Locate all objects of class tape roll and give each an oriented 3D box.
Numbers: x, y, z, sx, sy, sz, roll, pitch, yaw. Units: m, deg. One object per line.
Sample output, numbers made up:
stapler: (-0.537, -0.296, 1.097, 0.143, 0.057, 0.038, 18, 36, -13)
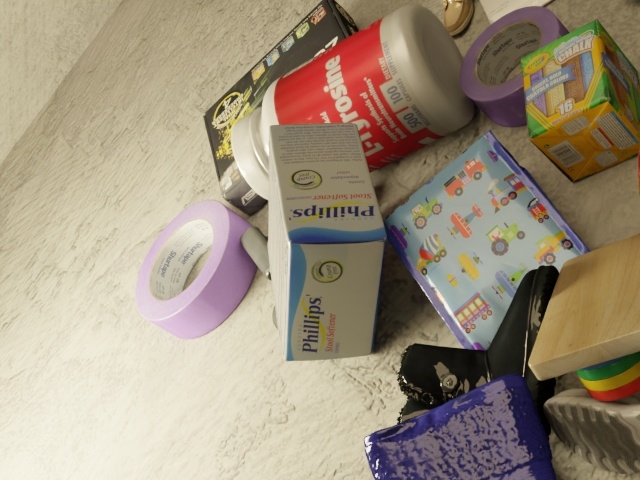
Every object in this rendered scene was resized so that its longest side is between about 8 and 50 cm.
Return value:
tape roll: (-0.249, 0.057, 1.967, 0.275, 0.090, 0.274, -30, 41, 30)
tape roll: (0.328, -0.285, 1.607, 0.189, 0.080, 0.189, -29, 43, 31)

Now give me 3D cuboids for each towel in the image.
towel: (0.192, 0.338, 1.158, 0.228, 0.076, 0.308, -28, 61, 23)

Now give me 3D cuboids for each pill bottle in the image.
pill bottle: (0.048, -0.226, 1.732, 0.408, 0.229, 0.229, -25, 44, 30)

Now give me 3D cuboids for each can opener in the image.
can opener: (-0.089, 0.074, 1.782, 0.095, 0.076, 0.283, -49, 34, 4)

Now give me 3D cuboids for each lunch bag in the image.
lunch bag: (0.253, 0.026, 1.405, 0.221, 0.138, 0.293, -41, 48, 14)

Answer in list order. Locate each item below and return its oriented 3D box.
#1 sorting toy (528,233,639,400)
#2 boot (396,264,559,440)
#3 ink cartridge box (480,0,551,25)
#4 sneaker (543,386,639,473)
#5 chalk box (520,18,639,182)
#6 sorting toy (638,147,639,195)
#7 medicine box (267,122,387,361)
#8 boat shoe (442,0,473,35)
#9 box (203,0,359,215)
sorting toy: (0.397, 0.076, 1.137, 0.255, 0.089, 0.257, -24, 15, 32)
boot: (0.206, 0.148, 1.295, 0.207, 0.094, 0.246, 2, 77, 32)
ink cartridge box: (0.400, -0.539, 1.755, 0.296, 0.066, 0.261, -31, 66, 29)
sneaker: (0.393, 0.198, 1.136, 0.281, 0.105, 0.115, -10, 23, 47)
chalk box: (0.387, -0.221, 1.440, 0.132, 0.132, 0.213, -25, 45, 35)
sorting toy: (0.512, -0.172, 1.277, 0.365, 0.127, 0.126, -53, -4, -15)
medicine box: (0.000, 0.000, 1.563, 0.149, 0.263, 0.289, -4, 44, -8)
boat shoe: (0.255, -0.465, 1.859, 0.063, 0.059, 0.170, -17, 49, 40)
box: (-0.063, -0.281, 2.036, 0.395, 0.097, 0.318, -39, 41, 19)
